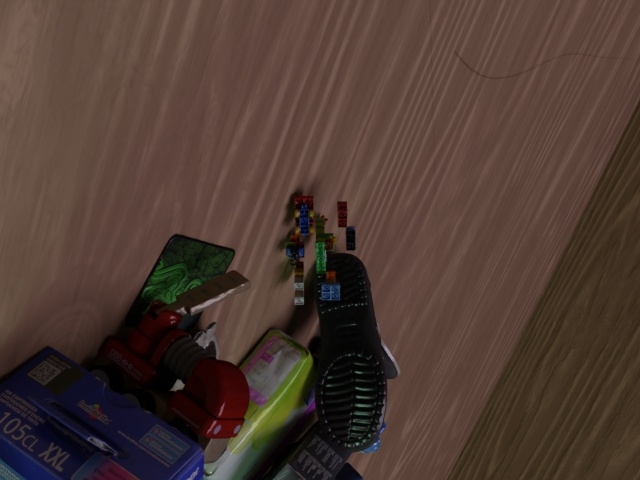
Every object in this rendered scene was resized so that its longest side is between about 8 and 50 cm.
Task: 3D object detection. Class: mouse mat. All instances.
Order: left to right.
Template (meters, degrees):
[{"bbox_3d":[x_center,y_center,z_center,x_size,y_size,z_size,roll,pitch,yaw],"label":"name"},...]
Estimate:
[{"bbox_3d":[-0.205,0.068,1.474,0.152,0.007,0.189,-60,155,5],"label":"mouse mat"}]

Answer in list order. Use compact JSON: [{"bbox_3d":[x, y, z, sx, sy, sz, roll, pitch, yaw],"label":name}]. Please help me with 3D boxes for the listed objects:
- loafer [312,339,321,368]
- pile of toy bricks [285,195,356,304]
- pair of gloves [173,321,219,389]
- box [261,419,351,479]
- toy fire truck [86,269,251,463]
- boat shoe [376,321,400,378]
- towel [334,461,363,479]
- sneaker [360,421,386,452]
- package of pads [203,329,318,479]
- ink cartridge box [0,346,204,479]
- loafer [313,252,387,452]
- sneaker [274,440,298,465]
[{"bbox_3d":[0.025,0.290,2.057,0.087,0.094,0.251,-52,156,-21],"label":"loafer"},{"bbox_3d":[0.000,0.000,1.689,0.105,0.118,0.212,-91,-179,-57],"label":"pile of toy bricks"},{"bbox_3d":[-0.243,0.250,1.575,0.240,0.042,0.204,-43,152,-28],"label":"pair of gloves"},{"bbox_3d":[-0.067,0.482,1.918,0.318,0.097,0.395,-51,174,19],"label":"box"},{"bbox_3d":[-0.176,0.163,1.386,0.246,0.217,0.158,-60,155,3],"label":"toy fire truck"},{"bbox_3d":[0.086,0.224,2.098,0.095,0.112,0.335,-36,147,-5],"label":"boat shoe"},{"bbox_3d":[-0.016,0.690,2.385,0.336,0.040,0.243,-54,-174,-8],"label":"towel"},{"bbox_3d":[0.067,0.455,2.291,0.240,0.126,0.091,-33,146,-43],"label":"sneaker"},{"bbox_3d":[-0.119,0.328,1.826,0.296,0.101,0.229,-51,155,-15],"label":"package of pads"},{"bbox_3d":[-0.298,0.324,1.284,0.151,0.270,0.395,-42,152,-41],"label":"ink cartridge box"},{"bbox_3d":[0.064,0.208,1.840,0.130,0.134,0.366,19,70,-79],"label":"loafer"},{"bbox_3d":[0.015,0.457,2.171,0.262,0.104,0.125,-41,164,16],"label":"sneaker"}]
